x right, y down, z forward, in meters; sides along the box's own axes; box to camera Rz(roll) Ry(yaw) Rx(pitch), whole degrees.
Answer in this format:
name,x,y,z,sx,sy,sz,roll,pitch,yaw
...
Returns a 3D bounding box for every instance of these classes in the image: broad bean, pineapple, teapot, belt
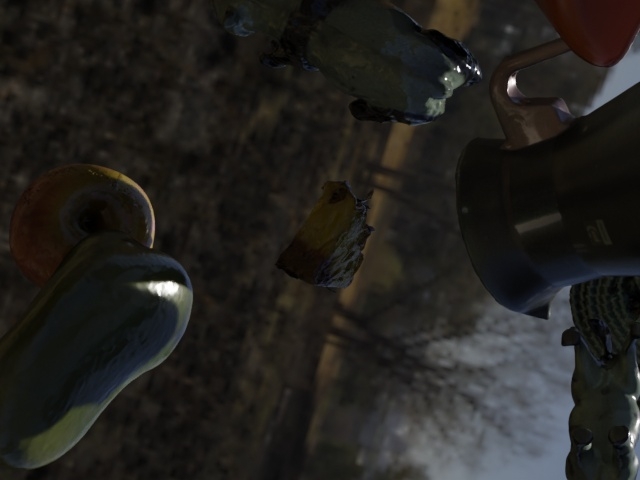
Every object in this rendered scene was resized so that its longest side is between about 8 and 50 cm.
name,x,y,z,sx,sy,sz,roll,pitch,yaw
broad bean,-0.210,0.094,1.425,0.189,0.121,0.263,99,17,-46
pineapple,0.000,0.000,1.613,0.116,0.069,0.137,-46,156,-39
teapot,0.324,-0.077,1.650,0.253,0.344,0.300,-35,106,-58
belt,0.448,0.113,2.057,0.160,0.207,0.295,13,50,-64

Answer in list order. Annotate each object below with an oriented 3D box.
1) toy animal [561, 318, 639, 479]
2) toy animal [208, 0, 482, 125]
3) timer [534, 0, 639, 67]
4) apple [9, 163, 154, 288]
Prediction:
name,x,y,z,sx,sy,sz,roll,pitch,yaw
toy animal,0.275,0.198,1.559,0.170,0.090,0.255,48,46,-75
toy animal,0.016,-0.160,1.292,0.094,0.225,0.121,-61,175,4
timer,0.221,-0.306,1.359,0.257,0.161,0.250,-110,-156,-55
apple,-0.240,-0.006,1.605,0.146,0.146,0.146,17,90,-87
